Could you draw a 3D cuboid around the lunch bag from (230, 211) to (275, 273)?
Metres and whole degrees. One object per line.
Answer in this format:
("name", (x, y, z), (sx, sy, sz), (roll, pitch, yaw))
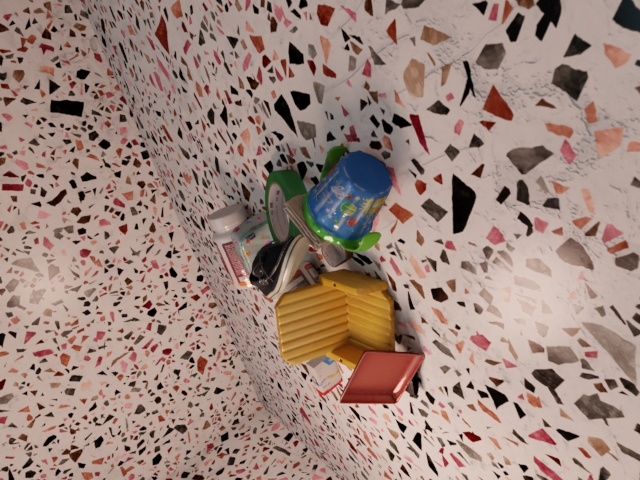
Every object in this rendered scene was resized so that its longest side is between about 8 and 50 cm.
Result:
("lunch bag", (-0.275, 0.017, 2.118), (0.108, 0.224, 0.279), (39, 152, 40))

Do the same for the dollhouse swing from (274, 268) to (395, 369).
("dollhouse swing", (0.054, 0.324, 1.690), (0.315, 0.305, 0.347), (14, 115, 45))

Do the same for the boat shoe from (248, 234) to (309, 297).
("boat shoe", (-0.167, 0.091, 1.685), (0.156, 0.187, 0.500), (33, 156, -4))

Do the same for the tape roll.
("tape roll", (-0.130, -0.113, 1.797), (0.321, 0.077, 0.321), (170, 90, -66))

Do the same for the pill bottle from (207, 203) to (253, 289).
("pill bottle", (-0.408, 0.029, 2.337), (0.224, 0.224, 0.392), (14, 128, 53))

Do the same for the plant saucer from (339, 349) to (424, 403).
("plant saucer", (0.217, 0.493, 1.692), (0.259, 0.258, 0.048), (-67, 28, 26))

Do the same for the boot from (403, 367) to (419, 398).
("boot", (0.283, 0.479, 1.819), (0.229, 0.091, 0.263), (3, 116, 47))

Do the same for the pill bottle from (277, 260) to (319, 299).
("pill bottle", (-0.035, 0.286, 1.993), (0.363, 0.210, 0.210), (55, 152, 9))

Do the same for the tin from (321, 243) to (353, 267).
("tin", (0.062, 0.044, 1.788), (0.106, 0.040, 0.189), (53, 152, 2))

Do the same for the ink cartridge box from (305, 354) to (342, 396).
("ink cartridge box", (0.028, 0.694, 2.372), (0.078, 0.134, 0.231), (13, 129, 53))

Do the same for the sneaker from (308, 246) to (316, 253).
("sneaker", (0.000, 0.000, 1.758), (0.042, 0.118, 0.067), (46, 146, 2))

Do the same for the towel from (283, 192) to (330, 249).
("towel", (0.009, -0.076, 1.515), (0.049, 0.282, 0.187), (-44, 76, 35))

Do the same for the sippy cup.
("sippy cup", (0.094, -0.137, 1.381), (0.305, 0.240, 0.224), (43, 139, 6))
